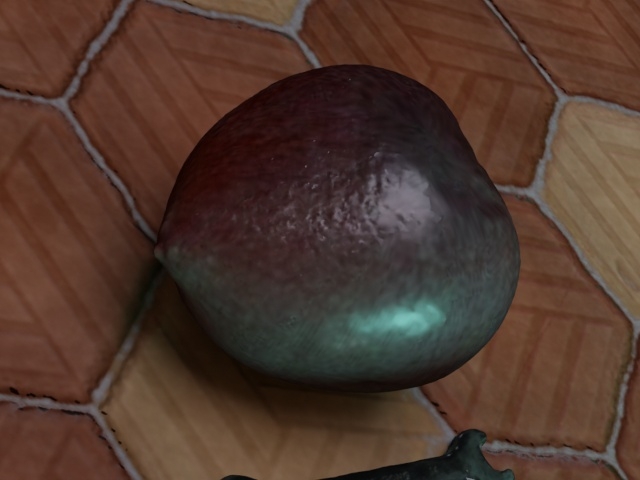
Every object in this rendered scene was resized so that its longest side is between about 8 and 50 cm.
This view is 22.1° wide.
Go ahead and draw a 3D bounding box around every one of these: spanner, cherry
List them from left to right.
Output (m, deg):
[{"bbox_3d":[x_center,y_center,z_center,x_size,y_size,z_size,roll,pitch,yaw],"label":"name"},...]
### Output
[{"bbox_3d":[0.006,0.001,1.119,0.239,0.206,0.239,-1,70,2],"label":"cherry"},{"bbox_3d":[0.034,0.168,1.124,0.254,0.015,0.054,-4,61,-38],"label":"spanner"}]
